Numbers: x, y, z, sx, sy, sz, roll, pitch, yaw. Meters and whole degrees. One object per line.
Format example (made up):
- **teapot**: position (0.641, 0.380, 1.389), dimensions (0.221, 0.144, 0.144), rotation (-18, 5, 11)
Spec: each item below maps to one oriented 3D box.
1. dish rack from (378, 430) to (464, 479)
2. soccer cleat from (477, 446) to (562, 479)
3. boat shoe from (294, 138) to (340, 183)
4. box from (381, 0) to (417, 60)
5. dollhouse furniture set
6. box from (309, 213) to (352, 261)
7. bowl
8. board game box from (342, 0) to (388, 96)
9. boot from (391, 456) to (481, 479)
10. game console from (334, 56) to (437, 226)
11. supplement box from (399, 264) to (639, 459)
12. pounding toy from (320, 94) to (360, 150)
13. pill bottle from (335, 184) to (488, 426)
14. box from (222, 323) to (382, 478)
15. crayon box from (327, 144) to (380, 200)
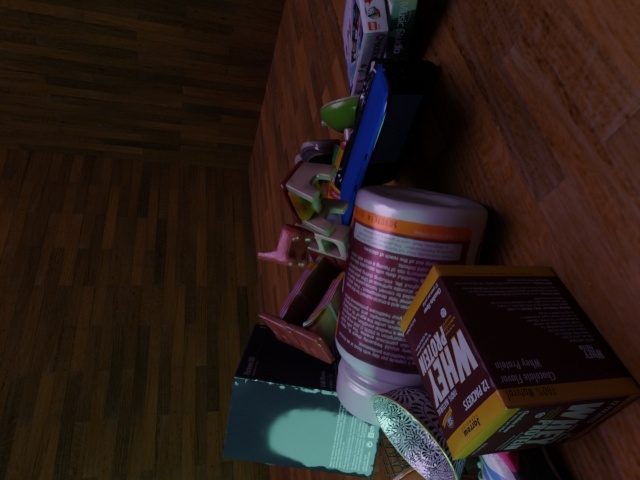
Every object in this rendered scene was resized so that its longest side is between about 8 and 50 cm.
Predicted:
- **dish rack**: position (0.178, 0.412, 0.921), dimensions (0.272, 0.074, 0.209), rotation (-116, 34, -58)
- **soccer cleat**: position (0.254, 0.304, 0.618), dimensions (0.143, 0.115, 0.332), rotation (110, 155, -44)
- **boat shoe**: position (-0.005, -0.254, 1.509), dimensions (0.355, 0.132, 0.131), rotation (170, 93, -80)
- **box**: position (0.150, -0.505, 0.991), dimensions (0.322, 0.058, 0.233), rotation (86, 176, -60)
- **dollhouse furniture set**: position (-0.036, 0.048, 0.846), dimensions (0.201, 0.152, 0.374), rotation (-56, -36, -27)
- **box**: position (0.079, -0.016, 1.056), dimensions (0.103, 0.202, 0.114), rotation (122, 146, -58)
- **bowl**: position (0.164, 0.282, 0.679), dimensions (0.170, 0.080, 0.170), rotation (42, 151, 30)
- **board game box**: position (0.095, -0.481, 1.024), dimensions (0.305, 0.053, 0.193), rotation (103, 160, -84)
- **boot**: position (0.199, 0.421, 0.680), dimensions (0.073, 0.197, 0.153), rotation (54, -167, -37)
- **game console**: position (0.140, -0.191, 0.896), dimensions (0.173, 0.249, 0.293), rotation (52, 140, 36)
- **supplement box**: position (0.236, 0.146, 0.570), dimensions (0.194, 0.191, 0.129), rotation (-107, 26, -43)
- **pounding toy**: position (0.094, -0.259, 1.042), dimensions (0.237, 0.182, 0.110), rotation (-116, 19, -86)
- **pill bottle**: position (0.146, 0.112, 0.801), dimensions (0.224, 0.223, 0.393), rotation (-136, 51, -66)
- **box**: position (-0.035, 0.351, 1.041), dimensions (0.343, 0.311, 0.179), rotation (-95, 15, -83)
- **crayon box**: position (0.085, -0.098, 1.248), dimensions (0.202, 0.081, 0.319), rotation (-139, 53, -67)
